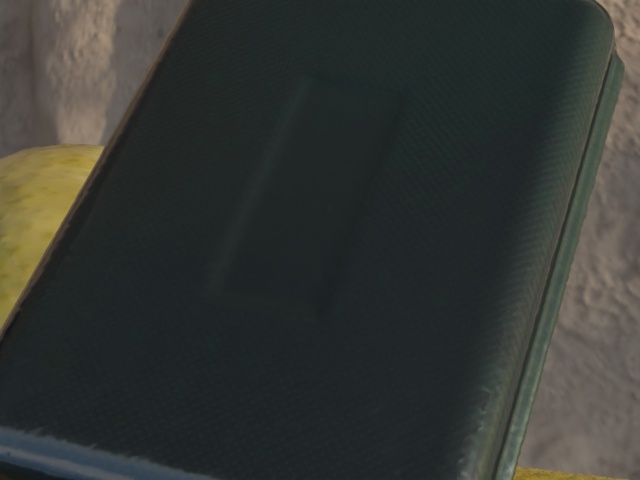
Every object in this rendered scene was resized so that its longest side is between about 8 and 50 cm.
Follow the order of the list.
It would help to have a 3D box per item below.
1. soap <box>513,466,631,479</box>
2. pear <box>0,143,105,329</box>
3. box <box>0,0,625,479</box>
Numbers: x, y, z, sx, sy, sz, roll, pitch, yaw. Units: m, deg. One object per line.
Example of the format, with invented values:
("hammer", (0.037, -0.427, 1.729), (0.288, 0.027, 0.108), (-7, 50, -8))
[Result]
("soap", (0.179, 0.320, 1.352), (0.427, 0.306, 0.115), (0, 122, 15))
("pear", (-0.108, 0.104, 0.744), (0.309, 0.309, 0.309), (-3, 118, -5))
("box", (0.000, 0.000, 0.451), (0.160, 0.230, 0.050), (11, 144, 15))
